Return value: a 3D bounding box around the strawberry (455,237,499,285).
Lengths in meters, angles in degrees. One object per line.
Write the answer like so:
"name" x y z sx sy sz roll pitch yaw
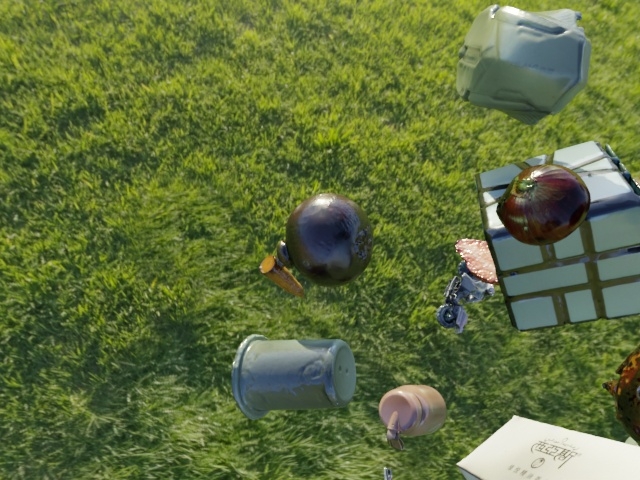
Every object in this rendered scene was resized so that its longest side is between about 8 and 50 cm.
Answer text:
"strawberry" 0.573 0.086 1.600 0.175 0.106 0.235 -18 41 -1

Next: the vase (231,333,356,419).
"vase" -0.061 0.379 1.319 0.292 0.245 0.244 -7 60 24

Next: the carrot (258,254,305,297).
"carrot" -0.113 0.134 1.585 0.205 0.072 0.072 45 58 -31

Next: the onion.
"onion" 0.313 -0.049 0.656 0.119 0.118 0.117 17 89 0

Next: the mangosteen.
"mangosteen" 0.018 -0.005 1.450 0.297 0.296 0.293 -37 32 -23

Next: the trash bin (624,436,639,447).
"trash bin" 1.015 0.719 1.286 0.281 0.280 0.431 -10 91 -14

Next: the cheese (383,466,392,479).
"cheese" 0.201 0.762 1.387 0.048 0.092 0.171 -22 70 28

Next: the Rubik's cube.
"Rubik's cube" 0.516 -0.011 1.023 0.294 0.283 0.288 -18 27 22

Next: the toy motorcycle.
"toy motorcycle" 0.617 0.243 1.987 0.188 0.143 0.326 32 70 -2

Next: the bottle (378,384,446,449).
"bottle" 0.312 0.602 1.630 0.173 0.297 0.206 6 77 31

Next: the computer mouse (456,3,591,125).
"computer mouse" 0.397 -0.397 1.036 0.146 0.228 0.429 5 26 -16

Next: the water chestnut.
"water chestnut" 0.812 0.374 1.125 0.301 0.300 0.299 4 63 -7

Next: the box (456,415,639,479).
"box" 0.272 0.294 0.454 0.111 0.260 0.194 -33 84 -15
